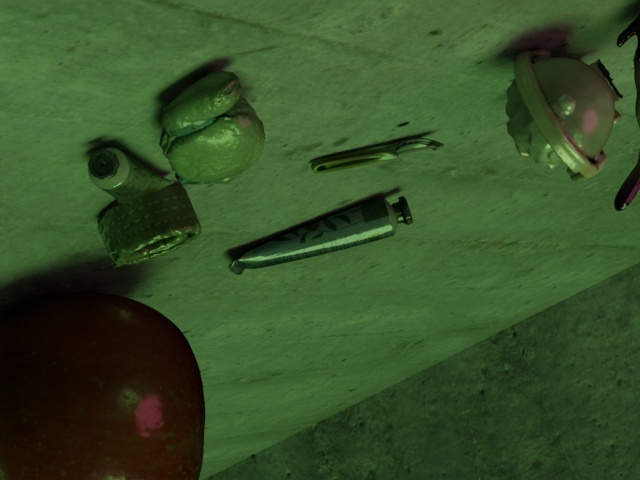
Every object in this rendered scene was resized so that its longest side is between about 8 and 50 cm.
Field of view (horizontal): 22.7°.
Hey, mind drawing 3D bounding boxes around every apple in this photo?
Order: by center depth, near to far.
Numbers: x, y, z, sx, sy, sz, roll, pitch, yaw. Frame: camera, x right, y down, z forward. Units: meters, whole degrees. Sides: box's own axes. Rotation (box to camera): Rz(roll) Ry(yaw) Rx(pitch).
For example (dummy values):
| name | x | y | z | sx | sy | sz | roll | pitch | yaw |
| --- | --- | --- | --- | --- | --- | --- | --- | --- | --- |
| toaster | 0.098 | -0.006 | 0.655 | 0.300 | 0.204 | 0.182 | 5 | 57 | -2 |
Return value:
| name | x | y | z | sx | sy | sz | roll | pitch | yaw |
| --- | --- | --- | --- | --- | --- | --- | --- | --- | --- |
| apple | -0.293 | 0.229 | 2.002 | 0.277 | 0.348 | 0.348 | 2 | 159 | -16 |

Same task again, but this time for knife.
| name | x | y | z | sx | sy | sz | roll | pitch | yaw |
| --- | --- | --- | --- | --- | --- | --- | --- | --- | --- |
| knife | 0.069 | -0.105 | 1.941 | 0.184 | 0.026 | 0.022 | -12 | 123 | -27 |

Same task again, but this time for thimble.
| name | x | y | z | sx | sy | sz | roll | pitch | yaw |
| --- | --- | --- | --- | --- | --- | --- | --- | --- | --- |
| thimble | -0.193 | -0.016 | 1.792 | 0.110 | 0.062 | 0.084 | -22 | 167 | 2 |

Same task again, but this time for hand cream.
| name | x | y | z | sx | sy | sz | roll | pitch | yaw |
| --- | --- | --- | --- | --- | --- | --- | --- | --- | --- |
| hand cream | -0.201 | -0.062 | 1.658 | 0.067 | 0.042 | 0.194 | -24 | 170 | 4 |
| hand cream | 0.000 | 0.000 | 2.163 | 0.256 | 0.055 | 0.088 | -20 | 174 | 1 |

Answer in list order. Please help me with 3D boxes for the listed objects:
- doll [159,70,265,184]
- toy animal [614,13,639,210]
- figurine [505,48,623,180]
| name | x | y | z | sx | sy | sz | roll | pitch | yaw |
| --- | --- | --- | --- | --- | --- | --- | --- | --- | --- |
| doll | -0.107 | -0.102 | 1.583 | 0.103 | 0.071 | 0.214 | -21 | 162 | -7 |
| toy animal | 0.394 | -0.198 | 1.802 | 0.195 | 0.090 | 0.324 | -42 | 152 | -23 |
| figurine | 0.269 | -0.144 | 1.830 | 0.141 | 0.162 | 0.237 | -32 | -178 | 16 |
